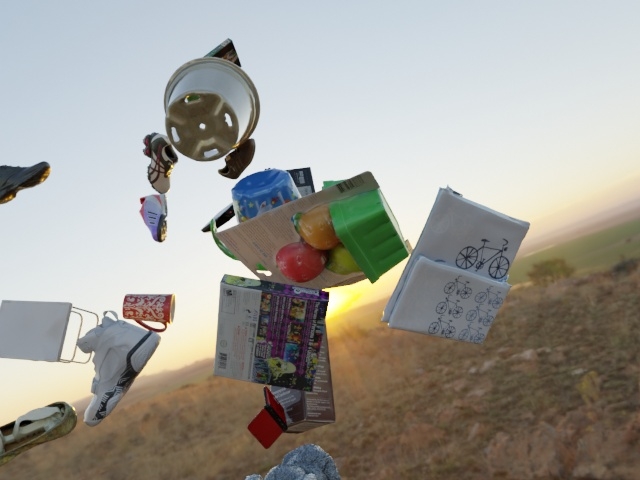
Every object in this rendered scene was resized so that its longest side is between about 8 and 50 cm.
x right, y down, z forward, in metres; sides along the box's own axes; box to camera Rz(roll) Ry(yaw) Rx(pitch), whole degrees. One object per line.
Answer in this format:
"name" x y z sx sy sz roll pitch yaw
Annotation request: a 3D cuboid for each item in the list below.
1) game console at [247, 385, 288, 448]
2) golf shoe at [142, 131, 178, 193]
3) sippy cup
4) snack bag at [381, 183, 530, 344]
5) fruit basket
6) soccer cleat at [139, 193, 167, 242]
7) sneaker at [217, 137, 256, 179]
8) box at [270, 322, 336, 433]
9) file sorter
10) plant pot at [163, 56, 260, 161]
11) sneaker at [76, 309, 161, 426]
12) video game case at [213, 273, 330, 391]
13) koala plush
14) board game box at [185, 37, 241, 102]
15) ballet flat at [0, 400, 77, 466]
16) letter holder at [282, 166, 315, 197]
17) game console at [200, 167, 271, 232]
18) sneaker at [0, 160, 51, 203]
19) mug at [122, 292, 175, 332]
"game console" -0.169 0.549 1.666 0.085 0.144 0.124 -25 37 2
"golf shoe" -0.638 -0.302 2.173 0.120 0.272 0.105 11 38 15
"sippy cup" -0.136 -0.069 1.482 0.306 0.224 0.240 -34 32 -29
"snack bag" 0.333 0.073 1.250 0.323 0.342 0.037 17 11 -30
"fruit basket" 0.000 0.000 1.195 0.353 0.165 0.327 -18 -39 17
"soccer cleat" -0.699 -0.092 2.232 0.117 0.318 0.108 -3 -53 -13
"sneaker" -0.279 -0.269 1.784 0.071 0.066 0.188 6 -39 -34
"box" -0.071 0.447 1.845 0.143 0.381 0.191 18 -37 -35
"file sorter" -0.937 0.319 1.830 0.278 0.192 0.173 0 -19 16
"plant pot" -0.364 -0.402 1.738 0.334 0.333 0.305 -22 26 5
"sneaker" -0.688 0.400 1.708 0.365 0.210 0.137 -54 5 4
"video game case" -0.101 0.187 1.062 0.210 0.232 0.041 9 27 1
"koala plush" -0.063 0.573 1.238 0.196 0.203 0.221 -11 -26 23
"board game box" -0.418 -0.633 2.017 0.260 0.030 0.136 -42 -23 -13
"ballet flat" -0.881 0.558 1.530 0.349 0.123 0.123 -18 -8 -36
"letter holder" -0.090 -0.096 2.075 0.152 0.301 0.214 -9 -21 -7
"game console" -0.315 -0.162 2.110 0.213 0.044 0.361 -26 20 50
"sneaker" -1.188 -0.248 2.079 0.286 0.130 0.109 -27 -2 3
"mug" -0.617 0.259 1.927 0.170 0.150 0.113 5 -4 -7
